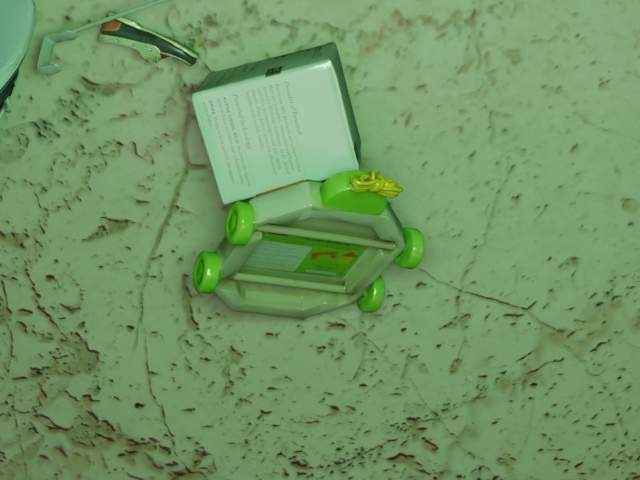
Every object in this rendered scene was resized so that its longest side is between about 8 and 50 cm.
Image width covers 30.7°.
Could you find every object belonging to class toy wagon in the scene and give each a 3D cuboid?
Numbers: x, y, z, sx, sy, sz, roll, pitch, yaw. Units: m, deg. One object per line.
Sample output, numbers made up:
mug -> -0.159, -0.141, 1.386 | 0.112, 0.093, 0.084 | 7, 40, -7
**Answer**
toy wagon -> 0.000, 0.000, 1.523 | 0.267, 0.068, 0.344 | 8, 143, -25

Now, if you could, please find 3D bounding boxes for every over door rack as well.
over door rack -> -0.276, -0.362, 1.417 | 0.324, 0.108, 0.239 | -23, 146, 16

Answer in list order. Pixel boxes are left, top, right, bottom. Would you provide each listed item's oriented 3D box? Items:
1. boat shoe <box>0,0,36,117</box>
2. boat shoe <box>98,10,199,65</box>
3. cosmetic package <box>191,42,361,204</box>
boat shoe -> -0.463, -0.193, 1.557 | 0.113, 0.105, 0.306 | 21, 85, 7
boat shoe -> -0.228, -0.259, 1.548 | 0.137, 0.049, 0.043 | 24, 96, 2
cosmetic package -> -0.052, -0.155, 1.521 | 0.184, 0.151, 0.151 | -14, 107, 7
